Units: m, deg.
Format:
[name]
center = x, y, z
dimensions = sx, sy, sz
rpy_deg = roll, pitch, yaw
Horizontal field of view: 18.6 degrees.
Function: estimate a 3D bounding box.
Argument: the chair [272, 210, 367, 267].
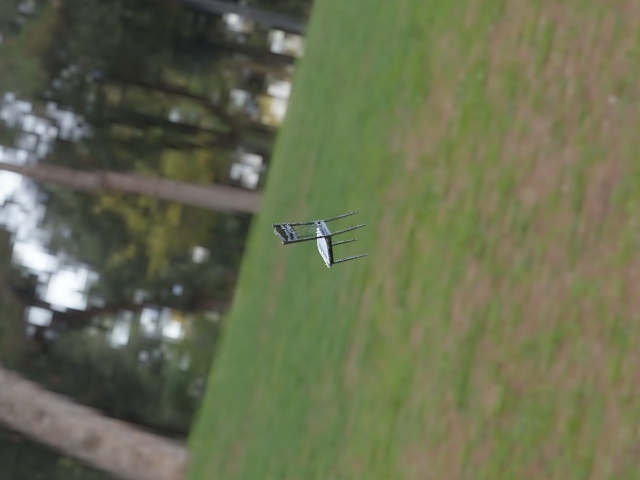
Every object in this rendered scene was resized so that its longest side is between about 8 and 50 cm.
[chair]
center = -0.001, 0.002, 1.792
dimensions = 0.037, 0.086, 0.042
rpy_deg = -120, 27, -55
